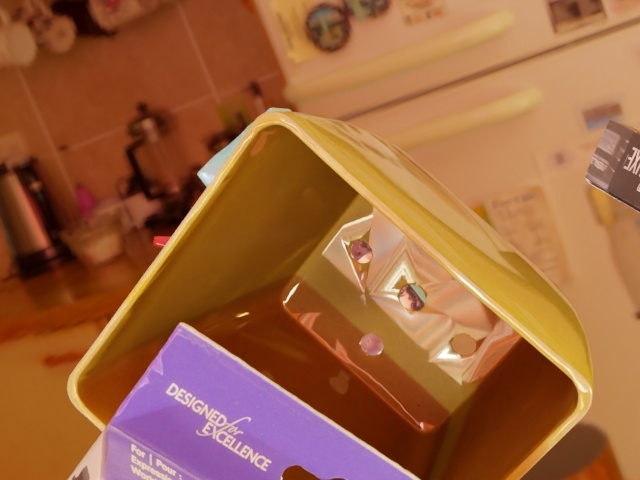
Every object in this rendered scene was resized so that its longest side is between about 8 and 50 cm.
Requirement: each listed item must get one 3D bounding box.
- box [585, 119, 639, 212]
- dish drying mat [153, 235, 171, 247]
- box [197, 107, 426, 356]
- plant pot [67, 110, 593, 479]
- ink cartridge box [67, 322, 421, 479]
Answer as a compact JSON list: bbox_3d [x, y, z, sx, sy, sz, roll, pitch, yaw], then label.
[{"bbox_3d":[0.467,-0.024,1.287,0.307,0.076,0.242,13,15,-26],"label":"box"},{"bbox_3d":[-0.101,0.003,1.064,0.083,0.008,0.032,3,-10,-8],"label":"dish drying mat"},{"bbox_3d":[0.000,0.000,1.162,0.100,0.244,0.060,-40,-6,15],"label":"box"},{"bbox_3d":[0.025,0.057,0.713,0.212,0.212,0.187,-52,-8,24],"label":"plant pot"},{"bbox_3d":[-0.035,0.171,0.497,0.208,0.206,0.045,-54,24,0],"label":"ink cartridge box"}]
